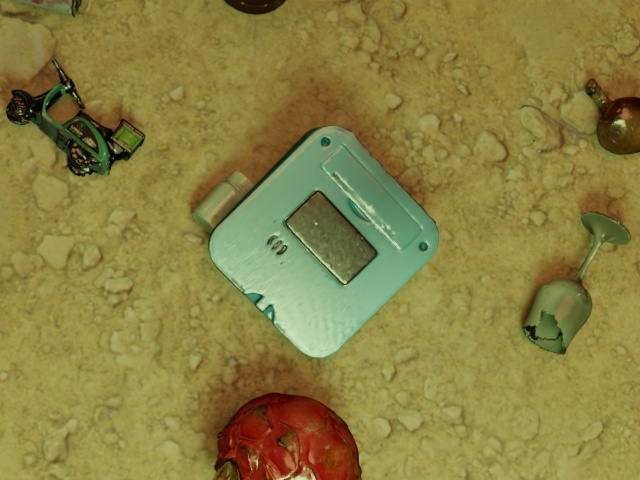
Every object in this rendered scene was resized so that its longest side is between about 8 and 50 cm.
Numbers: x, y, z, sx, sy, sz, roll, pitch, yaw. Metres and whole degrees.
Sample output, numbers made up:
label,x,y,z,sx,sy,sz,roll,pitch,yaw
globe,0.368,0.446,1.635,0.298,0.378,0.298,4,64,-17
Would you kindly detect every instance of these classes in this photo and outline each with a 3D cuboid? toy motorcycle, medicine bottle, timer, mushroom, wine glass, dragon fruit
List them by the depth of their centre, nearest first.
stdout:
label,x,y,z,sx,sy,sz,roll,pitch,yaw
dragon fruit,-0.040,0.273,1.506,0.209,0.172,0.172,17,72,-38
toy motorcycle,-0.325,-0.154,1.600,0.173,0.058,0.100,38,66,-3
timer,0.000,0.000,1.617,0.250,0.091,0.232,-44,101,-6
medicine bottle,-0.128,-0.050,1.621,0.047,0.047,0.083,43,73,0
wine glass,0.349,0.059,1.679,0.079,0.079,0.195,33,72,-3
mushroom,0.424,-0.179,1.753,0.129,0.073,0.088,47,107,5

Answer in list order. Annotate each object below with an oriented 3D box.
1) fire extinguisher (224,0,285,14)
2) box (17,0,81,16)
label,x,y,z,sx,sy,sz,roll,pitch,yaw
fire extinguisher,-0.078,-0.409,1.561,0.135,0.337,0.114,-6,77,-12
box,-0.471,-0.400,1.557,0.369,0.190,0.112,14,76,-7
